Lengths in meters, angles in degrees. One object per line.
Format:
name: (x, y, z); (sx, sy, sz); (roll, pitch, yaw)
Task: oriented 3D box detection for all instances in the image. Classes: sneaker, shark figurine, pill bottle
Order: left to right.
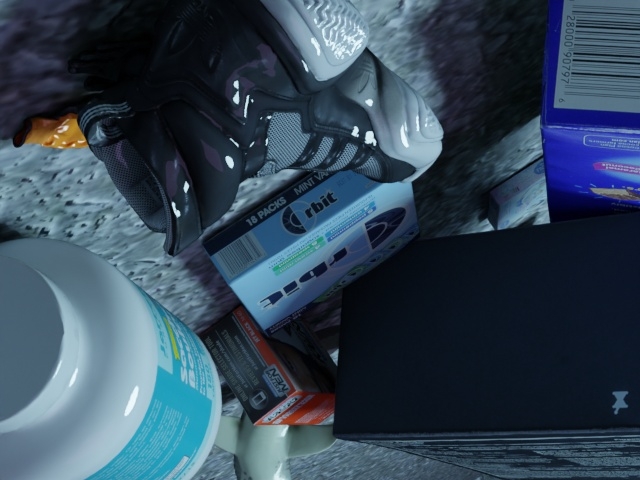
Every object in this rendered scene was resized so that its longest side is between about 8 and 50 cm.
pill bottle: (-0.155, 0.085, 0.819); (0.146, 0.146, 0.264); (-34, 163, -1)
sneaker: (-0.033, -0.061, 0.720); (0.153, 0.101, 0.268); (-42, 156, 4)
shark figurine: (-0.020, 0.144, 1.357); (0.278, 0.166, 0.116); (-52, -173, 7)

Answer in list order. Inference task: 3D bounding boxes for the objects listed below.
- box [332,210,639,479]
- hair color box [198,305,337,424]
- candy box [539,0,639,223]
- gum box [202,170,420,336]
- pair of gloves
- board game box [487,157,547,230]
box: (0.216, 0.106, 1.185); (0.296, 0.183, 0.294); (-8, 161, 36)
hair color box: (-0.035, 0.114, 1.208); (0.053, 0.093, 0.167); (-38, 163, 12)
candy box: (0.300, -0.083, 0.997); (0.268, 0.122, 0.317); (5, 168, 11)
gum box: (0.000, 0.000, 1.053); (0.157, 0.041, 0.184); (-33, 164, -4)
pair of gloves: (-0.114, -0.075, 0.699); (0.074, 0.010, 0.083); (-11, 151, -51)
board game box: (0.207, -0.051, 1.328); (0.090, 0.020, 0.090); (-33, 163, -5)
